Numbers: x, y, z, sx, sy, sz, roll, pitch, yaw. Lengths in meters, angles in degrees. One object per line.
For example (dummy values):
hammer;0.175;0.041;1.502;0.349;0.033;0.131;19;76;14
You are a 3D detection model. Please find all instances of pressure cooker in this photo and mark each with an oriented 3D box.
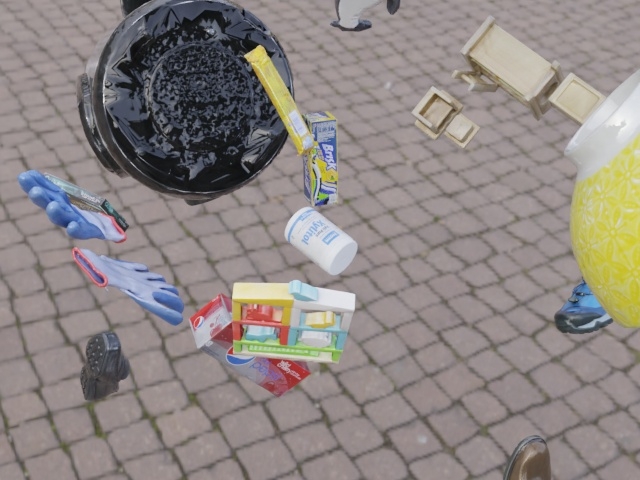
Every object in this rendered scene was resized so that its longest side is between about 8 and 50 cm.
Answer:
pressure cooker;-0.265;-0.268;1.751;0.375;0.370;0.420;26;1;-21

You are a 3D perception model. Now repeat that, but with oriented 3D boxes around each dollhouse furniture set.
dollhouse furniture set;0.238;-0.153;1.150;0.182;0.161;0.101;42;8;21

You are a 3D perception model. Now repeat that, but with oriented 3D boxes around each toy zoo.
toy zoo;-0.049;0.132;1.506;0.192;0.293;0.030;5;62;-2

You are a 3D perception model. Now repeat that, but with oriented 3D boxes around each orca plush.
orca plush;0.097;-0.493;1.746;0.151;0.287;0.102;23;75;10

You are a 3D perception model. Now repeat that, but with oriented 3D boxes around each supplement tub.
supplement tub;0.000;0.000;1.506;0.107;0.071;0.071;37;47;26

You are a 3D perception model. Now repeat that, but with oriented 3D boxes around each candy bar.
candy bar;-0.053;-0.189;1.253;0.018;0.161;0.040;-16;18;41

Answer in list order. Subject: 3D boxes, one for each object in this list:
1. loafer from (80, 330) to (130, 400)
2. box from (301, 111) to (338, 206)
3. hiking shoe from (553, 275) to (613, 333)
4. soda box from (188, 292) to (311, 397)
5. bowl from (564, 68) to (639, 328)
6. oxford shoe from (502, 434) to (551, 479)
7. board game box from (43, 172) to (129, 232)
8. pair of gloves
loafer;-0.383;0.223;1.657;0.078;0.223;0.076;-9;62;-26
box;-0.001;-0.153;1.732;0.054;0.169;0.059;-8;25;-16
hiking shoe;0.530;0.059;1.721;0.304;0.132;0.113;-36;16;-27
soda box;-0.135;0.209;1.805;0.092;0.263;0.083;-39;45;11
bowl;0.329;-0.074;0.874;0.156;0.289;0.289;42;44;0
oxford shoe;0.327;0.408;1.382;0.082;0.227;0.096;-2;8;-24
board game box;-0.533;-0.085;2.077;0.186;0.126;0.026;22;70;25
pair of gloves;-0.205;0.006;0.884;0.023;0.159;0.198;-47;68;4
